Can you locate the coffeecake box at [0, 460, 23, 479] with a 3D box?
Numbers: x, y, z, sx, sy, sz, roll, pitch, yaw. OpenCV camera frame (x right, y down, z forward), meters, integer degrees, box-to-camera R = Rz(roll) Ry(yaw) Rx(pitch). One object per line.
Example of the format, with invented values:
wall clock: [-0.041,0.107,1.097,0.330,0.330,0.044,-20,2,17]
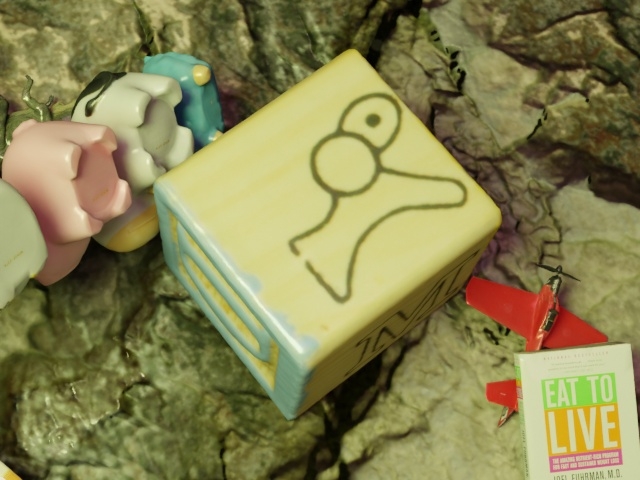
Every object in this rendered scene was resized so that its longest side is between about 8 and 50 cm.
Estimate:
coffeecake box: [-0.334,0.197,0.877,0.185,0.068,0.142,38,71,9]

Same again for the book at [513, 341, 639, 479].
book: [0.215,0.161,0.941,0.096,0.035,0.144,-6,89,-7]

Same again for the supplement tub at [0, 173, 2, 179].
supplement tub: [-0.339,0.019,0.926,0.198,0.106,0.106,-28,74,-14]

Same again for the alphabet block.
alphabet block: [0.000,0.000,0.915,0.197,0.193,0.192,-35,78,-16]

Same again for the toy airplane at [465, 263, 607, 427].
toy airplane: [0.182,0.091,0.966,0.151,0.028,0.151,0,89,-19]

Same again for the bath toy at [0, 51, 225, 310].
bath toy: [-0.202,-0.037,0.855,0.129,0.151,0.348,3,23,25]

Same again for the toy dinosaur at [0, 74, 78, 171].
toy dinosaur: [-0.309,-0.098,0.998,0.268,0.064,0.118,-31,82,-12]
